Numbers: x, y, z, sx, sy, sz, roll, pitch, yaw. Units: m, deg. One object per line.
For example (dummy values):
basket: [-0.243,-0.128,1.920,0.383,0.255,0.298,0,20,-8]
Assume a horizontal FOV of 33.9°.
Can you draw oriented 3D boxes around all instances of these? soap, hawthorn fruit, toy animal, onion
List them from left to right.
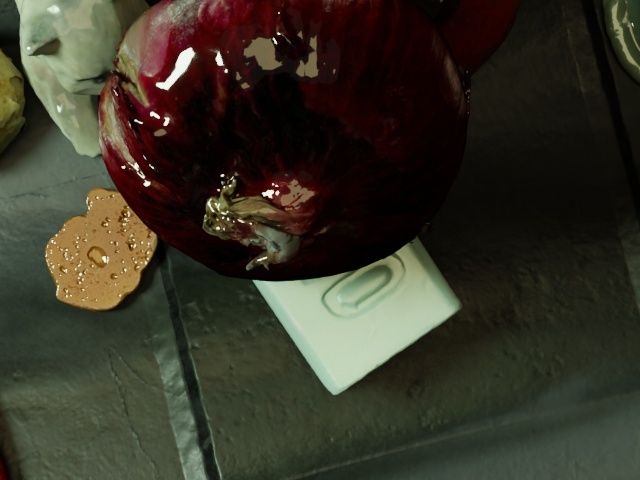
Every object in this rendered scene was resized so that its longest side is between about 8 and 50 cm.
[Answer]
toy animal: [-0.192,-0.280,1.017,0.308,0.188,0.266,-33,80,0]
onion: [-0.026,-0.082,0.858,0.314,0.314,0.232,-4,46,-2]
soap: [0.000,0.000,1.049,0.160,0.087,0.265,-34,89,-3]
hawthorn fruit: [0.085,-0.238,1.011,0.249,0.215,0.215,-33,88,-38]

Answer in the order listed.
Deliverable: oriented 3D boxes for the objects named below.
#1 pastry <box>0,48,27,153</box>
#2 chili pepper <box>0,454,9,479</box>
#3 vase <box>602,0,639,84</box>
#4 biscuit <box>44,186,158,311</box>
pastry: [-0.369,-0.141,1.045,0.153,0.081,0.153,0,84,1]
chili pepper: [-0.338,0.237,1.043,0.059,0.050,0.268,-12,86,13]
vase: [0.430,-0.250,0.981,0.245,0.291,0.245,0,89,-4]
biscuit: [-0.222,0.011,1.073,0.102,0.019,0.130,32,86,-1]
